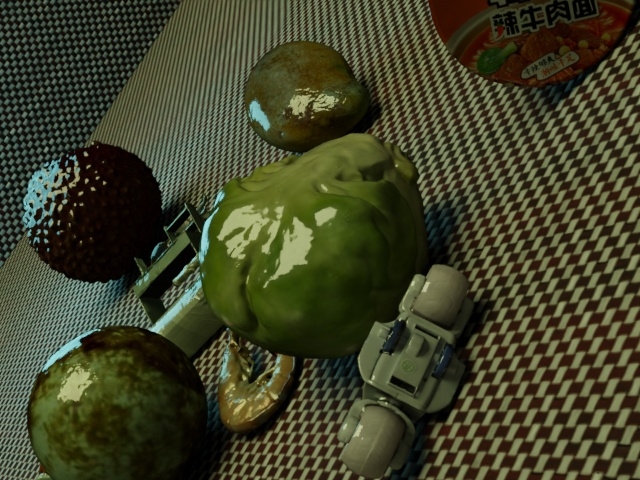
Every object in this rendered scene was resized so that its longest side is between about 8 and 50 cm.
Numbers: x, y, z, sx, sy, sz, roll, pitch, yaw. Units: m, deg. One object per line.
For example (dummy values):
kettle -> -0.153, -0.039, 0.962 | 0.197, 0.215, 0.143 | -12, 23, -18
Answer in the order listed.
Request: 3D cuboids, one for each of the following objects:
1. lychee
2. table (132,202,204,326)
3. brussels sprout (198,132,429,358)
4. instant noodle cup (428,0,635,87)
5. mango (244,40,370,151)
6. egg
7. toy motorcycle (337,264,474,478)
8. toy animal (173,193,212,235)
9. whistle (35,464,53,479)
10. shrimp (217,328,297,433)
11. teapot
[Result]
lychee -> -0.449, -0.059, 2.579 | 0.276, 0.276, 0.304 | -31, 54, 44
table -> -0.238, 0.045, 2.116 | 0.146, 0.062, 0.175 | -45, 58, 24
brussels sprout -> -0.010, 0.009, 1.557 | 0.274, 0.243, 0.316 | -32, 27, 31
instant noodle cup -> 0.248, -0.324, 1.602 | 0.250, 0.250, 0.192 | -47, 11, 12
mango -> -0.020, -0.233, 2.145 | 0.192, 0.146, 0.316 | -54, 34, -3
egg -> -0.269, 0.229, 1.755 | 0.238, 0.238, 0.289 | -48, 5, 10
toy motorcycle -> 0.089, 0.139, 1.363 | 0.112, 0.112, 0.254 | -20, 36, 55
toy animal -> -0.170, -0.029, 2.171 | 0.155, 0.095, 0.219 | -37, 30, 29
whistle -> -0.376, 0.349, 1.981 | 0.253, 0.106, 0.101 | -91, 3, -59
shrimp -> -0.089, 0.169, 1.729 | 0.133, 0.053, 0.236 | -49, 24, 14
teapot -> -0.194, 0.097, 1.996 | 0.200, 0.107, 0.077 | -45, 20, 15
